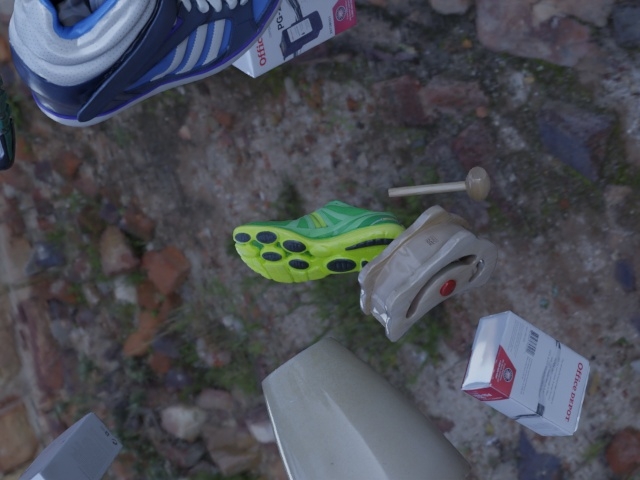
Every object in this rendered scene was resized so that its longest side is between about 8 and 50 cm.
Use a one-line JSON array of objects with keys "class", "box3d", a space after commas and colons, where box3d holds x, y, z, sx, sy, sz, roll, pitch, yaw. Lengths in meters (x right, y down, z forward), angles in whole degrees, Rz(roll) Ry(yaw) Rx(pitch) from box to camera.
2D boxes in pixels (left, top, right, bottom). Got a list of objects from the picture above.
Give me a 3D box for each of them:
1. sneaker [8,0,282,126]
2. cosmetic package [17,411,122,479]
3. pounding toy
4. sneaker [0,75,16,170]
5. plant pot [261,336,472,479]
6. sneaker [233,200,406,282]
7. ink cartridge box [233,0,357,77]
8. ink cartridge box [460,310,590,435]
[{"class": "sneaker", "box3d": [-0.146, -0.241, 0.845, 0.130, 0.323, 0.236, 53, 162, 3]}, {"class": "cosmetic package", "box3d": [-0.393, 0.359, 1.326, 0.117, 0.231, 0.085, -40, 95, 9]}, {"class": "pounding toy", "box3d": [0.159, 0.012, 1.341, 0.155, 0.269, 0.154, 46, 175, 35]}, {"class": "sneaker", "box3d": [-0.426, -0.184, 1.025, 0.083, 0.098, 0.223, -120, 18, -73]}, {"class": "plant pot", "box3d": [0.038, 0.291, 1.308, 0.274, 0.257, 0.256, 55, 141, 11]}, {"class": "sneaker", "box3d": [0.000, 0.000, 1.513, 0.123, 0.296, 0.109, -89, -3, -60]}, {"class": "ink cartridge box", "box3d": [-0.063, -0.413, 1.523, 0.100, 0.237, 0.171, 38, 151, 38]}, {"class": "ink cartridge box", "box3d": [0.242, 0.159, 1.040, 0.135, 0.099, 0.056, 32, 152, -21]}]
